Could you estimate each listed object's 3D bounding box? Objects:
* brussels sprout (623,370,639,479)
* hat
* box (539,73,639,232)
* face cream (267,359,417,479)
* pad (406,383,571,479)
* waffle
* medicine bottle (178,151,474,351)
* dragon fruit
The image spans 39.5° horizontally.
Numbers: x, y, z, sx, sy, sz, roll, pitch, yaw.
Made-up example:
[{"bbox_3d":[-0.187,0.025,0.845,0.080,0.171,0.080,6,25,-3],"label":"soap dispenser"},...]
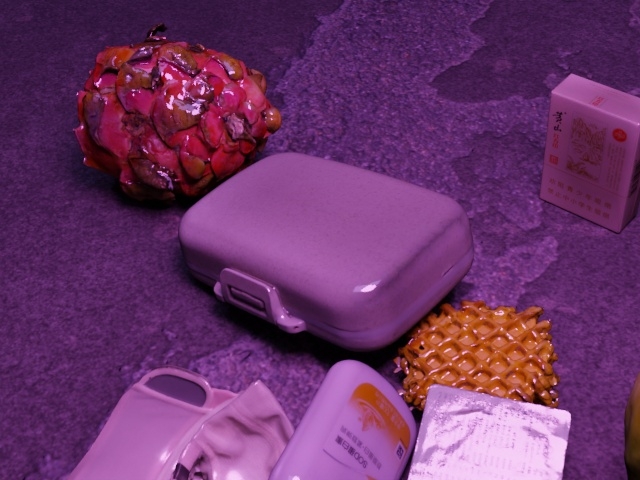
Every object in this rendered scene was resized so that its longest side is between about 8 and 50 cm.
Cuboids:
[{"bbox_3d":[0.403,0.213,0.846,0.227,0.259,0.294,11,44,25],"label":"brussels sprout"},{"bbox_3d":[-0.149,0.260,0.961,0.226,0.164,0.219,-9,36,38],"label":"hat"},{"bbox_3d":[0.391,-0.121,1.268,0.141,0.201,0.058,29,55,33],"label":"box"},{"bbox_3d":[0.006,0.263,0.918,0.071,0.144,0.291,-22,23,43],"label":"face cream"},{"bbox_3d":[0.163,0.280,0.923,0.160,0.009,0.265,9,58,15],"label":"pad"},{"bbox_3d":[0.187,0.153,1.075,0.197,0.070,0.193,-5,41,3],"label":"waffle"},{"bbox_3d":[0.000,0.000,1.185,0.375,0.123,0.282,21,48,38],"label":"medicine bottle"},{"bbox_3d":[-0.206,-0.192,1.368,0.291,0.250,0.269,1,23,13],"label":"dragon fruit"}]
